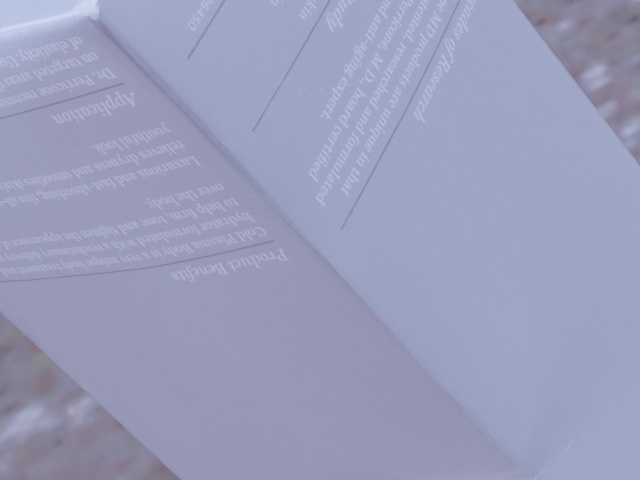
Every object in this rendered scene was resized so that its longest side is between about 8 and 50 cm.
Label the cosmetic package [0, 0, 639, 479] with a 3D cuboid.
[{"bbox_3d":[0.000,0.000,0.492,0.127,0.238,0.107,-6,49,43],"label":"cosmetic package"}]
